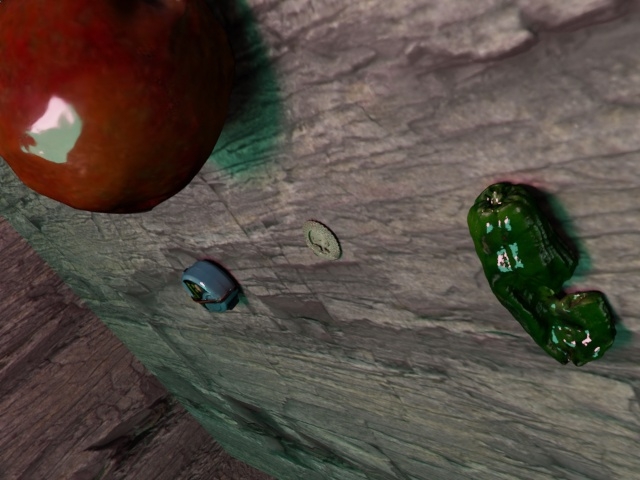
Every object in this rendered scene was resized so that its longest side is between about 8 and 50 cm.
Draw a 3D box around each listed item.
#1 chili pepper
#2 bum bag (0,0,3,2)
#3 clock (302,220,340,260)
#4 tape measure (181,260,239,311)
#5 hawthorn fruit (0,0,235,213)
[{"bbox_3d":[0.244,0.048,0.594,0.099,0.083,0.253,-19,119,44],"label":"chili pepper"},{"bbox_3d":[-0.521,-0.390,0.884,0.142,0.079,0.326,42,148,-8],"label":"bum bag"},{"bbox_3d":[0.000,0.000,0.860,0.074,0.010,0.083,16,140,35],"label":"clock"},{"bbox_3d":[-0.257,0.108,1.203,0.146,0.081,0.125,-1,132,47],"label":"tape measure"},{"bbox_3d":[-0.263,-0.193,0.676,0.308,0.325,0.308,63,-177,-6],"label":"hawthorn fruit"}]
